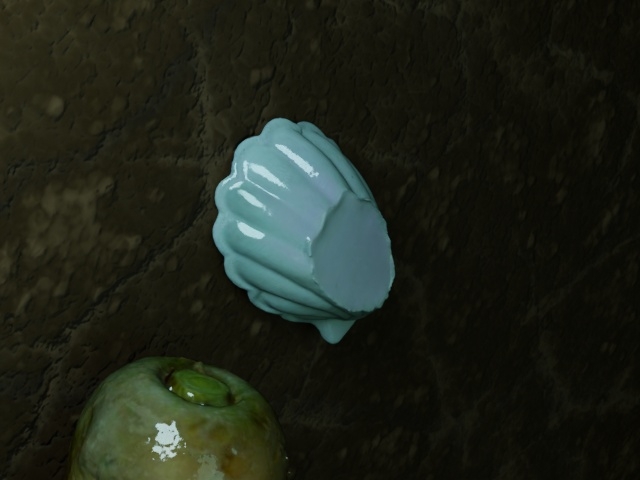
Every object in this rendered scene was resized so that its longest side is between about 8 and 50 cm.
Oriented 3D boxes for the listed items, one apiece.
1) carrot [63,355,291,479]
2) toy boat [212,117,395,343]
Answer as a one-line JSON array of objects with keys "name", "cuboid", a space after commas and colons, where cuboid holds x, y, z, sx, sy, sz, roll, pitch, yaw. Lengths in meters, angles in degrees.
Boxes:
[{"name": "carrot", "cuboid": [-0.162, 0.294, 1.493, 0.224, 0.224, 0.340, -1, 115, -49]}, {"name": "toy boat", "cuboid": [0.000, 0.000, 1.626, 0.199, 0.100, 0.290, -52, 137, -18]}]
